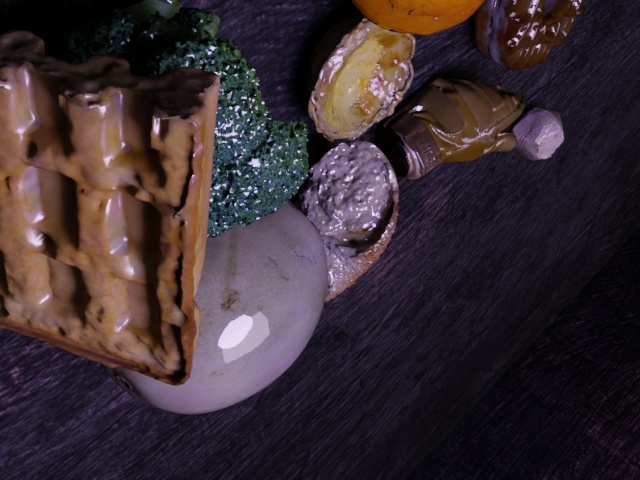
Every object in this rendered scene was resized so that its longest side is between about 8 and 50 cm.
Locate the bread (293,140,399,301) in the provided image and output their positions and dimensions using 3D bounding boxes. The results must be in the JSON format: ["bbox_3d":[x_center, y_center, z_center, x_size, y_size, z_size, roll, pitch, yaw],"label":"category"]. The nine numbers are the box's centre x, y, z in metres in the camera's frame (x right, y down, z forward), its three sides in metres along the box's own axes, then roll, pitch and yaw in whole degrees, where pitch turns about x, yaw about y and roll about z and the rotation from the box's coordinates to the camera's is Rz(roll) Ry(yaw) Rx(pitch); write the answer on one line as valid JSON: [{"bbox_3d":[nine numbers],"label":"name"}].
[{"bbox_3d":[-0.002,0.003,1.286,0.314,0.171,0.192,-42,169,-3],"label":"bread"}]

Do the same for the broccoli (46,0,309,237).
[{"bbox_3d":[-0.157,-0.116,0.836,0.308,0.308,0.275,79,16,-54],"label":"broccoli"}]

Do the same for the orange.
[{"bbox_3d":[0.126,-0.370,1.042,0.219,0.193,0.219,-2,125,-3],"label":"orange"}]

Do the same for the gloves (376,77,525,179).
[{"bbox_3d":[0.249,-0.215,1.469,0.331,0.154,0.141,-28,145,-29],"label":"gloves"}]

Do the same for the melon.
[{"bbox_3d":[-0.133,0.065,1.054,0.330,0.268,0.268,-47,153,-30],"label":"melon"}]

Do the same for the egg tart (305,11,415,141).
[{"bbox_3d":[0.048,-0.241,1.184,0.212,0.090,0.212,-37,146,-30],"label":"egg tart"}]

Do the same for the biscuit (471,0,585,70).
[{"bbox_3d":[0.393,-0.458,1.470,0.332,0.103,0.332,-38,148,-30],"label":"biscuit"}]

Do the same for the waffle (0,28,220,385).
[{"bbox_3d":[-0.257,-0.033,0.706,0.077,0.348,0.304,-65,170,-51],"label":"waffle"}]

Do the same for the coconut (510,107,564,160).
[{"bbox_3d":[0.496,-0.245,1.861,0.124,0.110,0.110,-48,152,-1],"label":"coconut"}]
